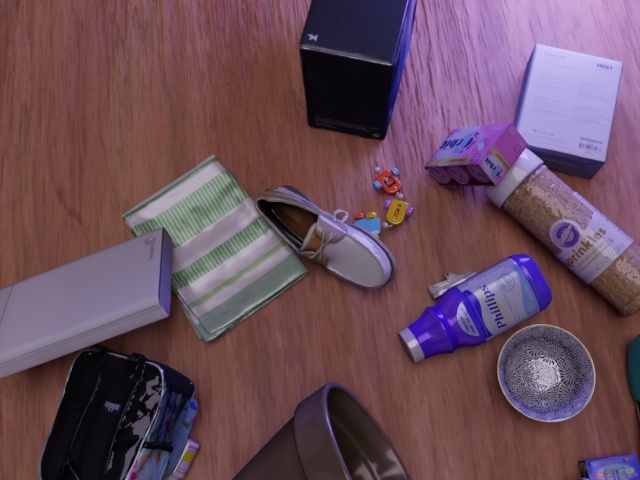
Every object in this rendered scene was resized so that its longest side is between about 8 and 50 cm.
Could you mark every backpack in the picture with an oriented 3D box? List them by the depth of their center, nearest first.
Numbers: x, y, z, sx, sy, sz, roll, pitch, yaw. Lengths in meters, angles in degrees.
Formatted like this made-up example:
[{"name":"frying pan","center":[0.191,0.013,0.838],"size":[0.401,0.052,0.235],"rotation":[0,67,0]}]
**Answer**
[{"name":"backpack","center":[-0.347,0.333,1.166],"size":[0.225,0.191,0.253],"rotation":[6,64,28]}]

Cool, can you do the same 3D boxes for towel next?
[{"name":"towel","center":[-0.217,0.009,1.358],"size":[0.248,0.038,0.325],"rotation":[-36,73,-9]}]

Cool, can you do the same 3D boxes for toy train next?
[{"name":"toy train","center":[0.112,-0.064,1.362],"size":[0.166,0.046,0.125],"rotation":[-40,69,-11]}]

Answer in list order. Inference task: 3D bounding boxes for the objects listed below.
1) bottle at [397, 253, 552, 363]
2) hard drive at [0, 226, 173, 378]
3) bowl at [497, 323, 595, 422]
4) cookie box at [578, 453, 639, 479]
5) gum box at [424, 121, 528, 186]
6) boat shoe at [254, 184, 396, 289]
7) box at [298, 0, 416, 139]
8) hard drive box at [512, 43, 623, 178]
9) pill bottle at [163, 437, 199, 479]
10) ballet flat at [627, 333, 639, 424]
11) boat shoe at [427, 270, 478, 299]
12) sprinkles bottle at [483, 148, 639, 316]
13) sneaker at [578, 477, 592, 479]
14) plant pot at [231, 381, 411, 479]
[{"name":"bottle","center":[0.280,0.132,1.256],"size":[0.283,0.092,0.118],"rotation":[-27,89,-6]},{"name":"hard drive","center":[-0.444,0.112,1.248],"size":[0.353,0.047,0.233],"rotation":[-20,36,4]},{"name":"bowl","center":[0.396,0.242,1.224],"size":[0.170,0.080,0.170],"rotation":[-1,71,3]},{"name":"cookie box","center":[0.508,0.430,1.176],"size":[0.092,0.040,0.107],"rotation":[-8,71,0]},{"name":"gum box","center":[0.293,-0.163,1.317],"size":[0.062,0.188,0.107],"rotation":[45,76,-21]},{"name":"boat shoe","center":[0.000,0.000,1.295],"size":[0.302,0.103,0.113],"rotation":[32,109,19]},{"name":"box","center":[0.084,-0.403,1.343],"size":[0.182,0.294,0.296],"rotation":[12,73,7]},{"name":"hard drive box","center":[0.493,-0.262,1.381],"size":[0.181,0.089,0.232],"rotation":[15,74,8]},{"name":"pill bottle","center":[-0.255,0.398,1.227],"size":[0.043,0.043,0.083],"rotation":[24,75,10]},{"name":"ballet flat","center":[0.603,0.291,1.206],"size":[0.086,0.086,0.248],"rotation":[1,73,4]},{"name":"boat shoe","center":[0.253,0.077,1.312],"size":[0.100,0.035,0.035],"rotation":[-28,75,1]},{"name":"sprinkles bottle","center":[0.478,-0.019,1.285],"size":[0.121,0.121,0.355],"rotation":[-43,75,-10]},{"name":"sneaker","center":[0.347,0.510,1.124],"size":[0.147,0.104,0.296],"rotation":[27,79,6]},{"name":"plant pot","center":[-0.019,0.435,1.088],"size":[0.280,0.323,0.323],"rotation":[-32,72,9]}]
